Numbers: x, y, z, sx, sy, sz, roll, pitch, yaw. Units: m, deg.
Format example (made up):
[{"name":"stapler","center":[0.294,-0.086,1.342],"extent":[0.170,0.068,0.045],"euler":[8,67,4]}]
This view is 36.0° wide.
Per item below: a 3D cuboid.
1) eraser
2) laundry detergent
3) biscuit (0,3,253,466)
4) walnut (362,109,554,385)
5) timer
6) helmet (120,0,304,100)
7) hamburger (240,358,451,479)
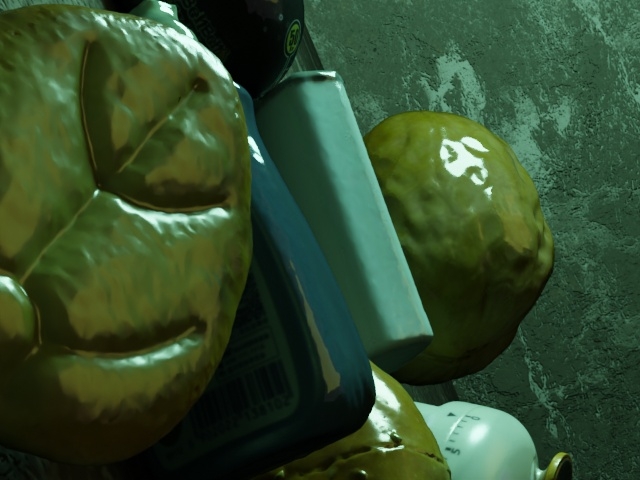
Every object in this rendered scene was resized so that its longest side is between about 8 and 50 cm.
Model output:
[{"name":"eraser","center":[0.000,0.000,0.992],"extent":[0.189,0.104,0.290],"euler":[-42,-120,50]},{"name":"laundry detergent","center":[-0.074,-0.005,0.594],"extent":[0.094,0.143,0.290],"euler":[6,61,-55]},{"name":"biscuit","center":[-0.106,-0.020,0.453],"extent":[0.203,0.041,0.260],"euler":[47,43,-15]},{"name":"walnut","center":[0.149,0.006,1.386],"extent":[0.398,0.307,0.354],"euler":[-100,-152,-47]},{"name":"timer","center":[0.152,0.303,1.176],"extent":[0.233,0.240,0.234],"euler":[-20,113,-55]},{"name":"helmet","center":[-0.108,-0.263,0.988],"extent":[0.230,0.160,0.279],"euler":[-90,158,-64]},{"name":"hamburger","center":[0.011,0.172,0.655],"extent":[0.283,0.156,0.144],"euler":[-100,165,-46]}]
